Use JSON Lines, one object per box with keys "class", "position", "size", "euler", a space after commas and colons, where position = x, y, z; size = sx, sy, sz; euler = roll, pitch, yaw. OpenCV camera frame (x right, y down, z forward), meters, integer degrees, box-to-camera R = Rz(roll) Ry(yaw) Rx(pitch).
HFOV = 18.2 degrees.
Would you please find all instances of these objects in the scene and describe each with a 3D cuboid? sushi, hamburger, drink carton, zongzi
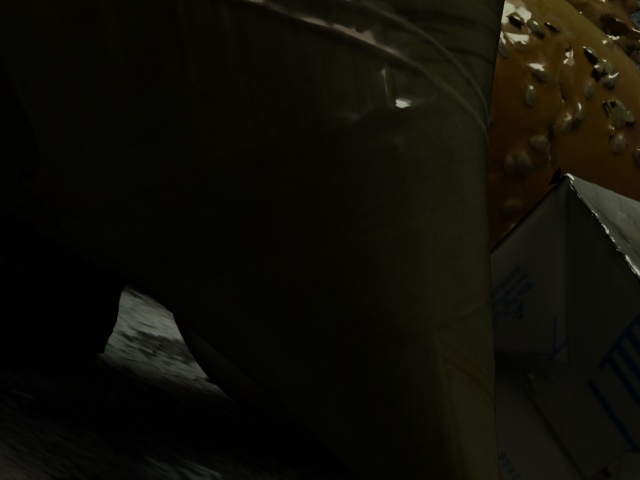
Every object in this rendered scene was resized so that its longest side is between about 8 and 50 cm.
{"class": "sushi", "position": [-0.153, -0.027, 1.121], "size": [0.124, 0.127, 0.225], "euler": [22, 14, -7]}
{"class": "hamburger", "position": [0.068, -0.092, 1.335], "size": [0.445, 0.287, 0.268], "euler": [16, 4, -8]}
{"class": "drink carton", "position": [0.211, 0.103, 1.022], "size": [0.324, 0.132, 0.194], "euler": [16, 37, -49]}
{"class": "zongzi", "position": [-0.128, -0.032, 0.910], "size": [0.447, 0.418, 0.181], "euler": [-3, -26, 3]}

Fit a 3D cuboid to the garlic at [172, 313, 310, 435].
{"class": "garlic", "position": [-0.006, 0.001, 1.079], "size": [0.145, 0.245, 0.164], "euler": [-18, 17, 25]}
